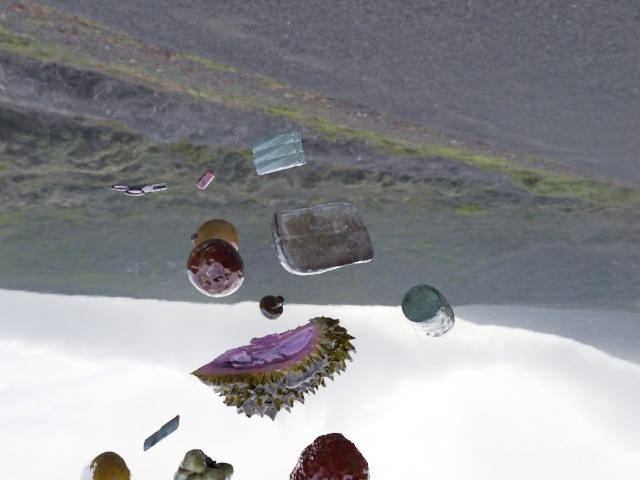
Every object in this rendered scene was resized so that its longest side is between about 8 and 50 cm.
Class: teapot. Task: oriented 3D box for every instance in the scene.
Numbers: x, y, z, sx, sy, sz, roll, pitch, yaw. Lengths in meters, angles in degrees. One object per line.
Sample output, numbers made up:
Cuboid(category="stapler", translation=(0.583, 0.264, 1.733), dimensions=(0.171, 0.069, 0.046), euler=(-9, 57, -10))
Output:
Cuboid(category="teapot", translation=(-0.170, 0.239, 2.014), dimensions=(0.078, 0.098, 0.129), euler=(-40, 177, 25))

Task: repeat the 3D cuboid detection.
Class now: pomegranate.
Cuboid(category="pomegranate", translation=(-0.420, 0.007, 2.212), dimensions=(0.191, 0.191, 0.191), euler=(3, -177, 0))

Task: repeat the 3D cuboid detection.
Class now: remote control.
Cuboid(category="remote control", translation=(-0.584, 0.704, 2.021), dimensions=(0.166, 0.029, 0.065), euler=(-36, -158, 2))

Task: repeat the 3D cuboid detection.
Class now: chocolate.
Cuboid(category="chocolate", translation=(0.000, 0.000, 1.501), dimensions=(0.303, 0.185, 0.100), euler=(-10, 163, -35))

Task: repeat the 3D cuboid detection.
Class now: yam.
Cuboid(category="yam", translation=(0.253, 0.168, 1.299), dimensions=(0.107, 0.107, 0.194), euler=(4, 163, 23))

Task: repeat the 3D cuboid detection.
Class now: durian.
Cuboid(category="durian", translation=(-0.073, 0.276, 1.090), dimensions=(0.341, 0.191, 0.112), euler=(-23, -151, 13))

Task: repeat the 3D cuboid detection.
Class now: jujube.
Cuboid(category="jujube", translation=(-0.337, 0.083, 1.794), dimensions=(0.189, 0.190, 0.255), euler=(3, -176, -6))

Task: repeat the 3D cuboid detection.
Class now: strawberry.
Cuboid(category="strawberry", translation=(0.023, 0.770, 1.754), dimensions=(0.267, 0.312, 0.351), euler=(29, 175, -20))

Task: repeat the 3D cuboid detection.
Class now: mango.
Cuboid(category="mango", translation=(-0.673, 0.744, 1.703), dimensions=(0.119, 0.177, 0.316), euler=(16, 159, -39))

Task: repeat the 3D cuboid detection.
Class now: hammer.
Cuboid(category="hammer", translation=(-0.436, -0.234, 2.087), dimensions=(0.043, 0.083, 0.043), euler=(36, -157, -18))

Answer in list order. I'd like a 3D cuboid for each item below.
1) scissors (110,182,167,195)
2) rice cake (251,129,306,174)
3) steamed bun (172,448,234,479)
Cuboid(category="scissors", translation=(-0.460, -0.137, 1.436), dimensions=(0.085, 0.022, 0.176), euler=(17, -164, 20))
Cuboid(category="rice cake", translation=(-0.141, -0.280, 1.771), dimensions=(0.211, 0.124, 0.038), euler=(-13, 178, 42))
Cuboid(category="steamed bun", translation=(-0.367, 0.723, 1.724), dimensions=(0.177, 0.106, 0.192), euler=(19, 172, 8))
